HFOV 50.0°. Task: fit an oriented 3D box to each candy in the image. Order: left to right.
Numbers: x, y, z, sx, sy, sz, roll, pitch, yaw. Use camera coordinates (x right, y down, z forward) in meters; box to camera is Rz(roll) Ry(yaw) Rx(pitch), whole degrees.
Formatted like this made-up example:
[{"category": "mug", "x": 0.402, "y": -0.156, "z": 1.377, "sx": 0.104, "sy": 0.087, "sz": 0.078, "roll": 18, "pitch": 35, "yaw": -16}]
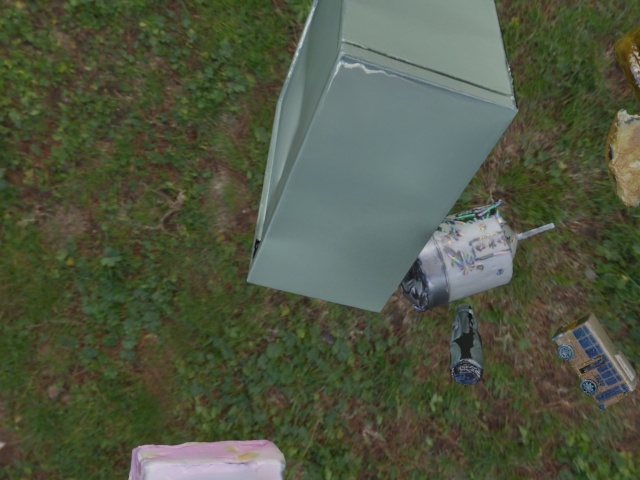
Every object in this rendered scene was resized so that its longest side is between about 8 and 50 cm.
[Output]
[{"category": "candy", "x": -0.203, "y": 0.447, "z": 1.229, "sx": 0.265, "sy": 0.116, "sz": 0.155, "roll": 4, "pitch": 91, "yaw": -21}]

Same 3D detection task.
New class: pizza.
[{"category": "pizza", "x": 0.472, "y": -0.122, "z": 1.008, "sx": 0.099, "sy": 0.035, "sz": 0.160, "roll": -8, "pitch": 124, "yaw": 19}]

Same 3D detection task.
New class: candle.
[{"category": "candle", "x": 0.326, "y": 0.023, "z": 1.464, "sx": 0.330, "sy": 0.187, "sz": 0.187, "roll": -17, "pitch": 89, "yaw": -5}]

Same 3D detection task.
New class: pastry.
[{"category": "pastry", "x": 0.608, "y": -0.269, "z": 1.195, "sx": 0.132, "sy": 0.240, "sz": 0.235, "roll": -19, "pitch": 134, "yaw": 29}]

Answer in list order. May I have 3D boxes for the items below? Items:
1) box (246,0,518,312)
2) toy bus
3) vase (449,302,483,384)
[{"category": "box", "x": 0.040, "y": -0.105, "z": 0.531, "sx": 0.118, "sy": 0.225, "sz": 0.225, "roll": 14, "pitch": 139, "yaw": -11}, {"category": "toy bus", "x": 0.583, "y": 0.254, "z": 1.448, "sx": 0.103, "sy": 0.091, "sz": 0.182, "roll": -36, "pitch": 82, "yaw": 28}, {"category": "vase", "x": 0.272, "y": 0.182, "z": 1.286, "sx": 0.060, "sy": 0.211, "sz": 0.059, "roll": 5, "pitch": 119, "yaw": 8}]
